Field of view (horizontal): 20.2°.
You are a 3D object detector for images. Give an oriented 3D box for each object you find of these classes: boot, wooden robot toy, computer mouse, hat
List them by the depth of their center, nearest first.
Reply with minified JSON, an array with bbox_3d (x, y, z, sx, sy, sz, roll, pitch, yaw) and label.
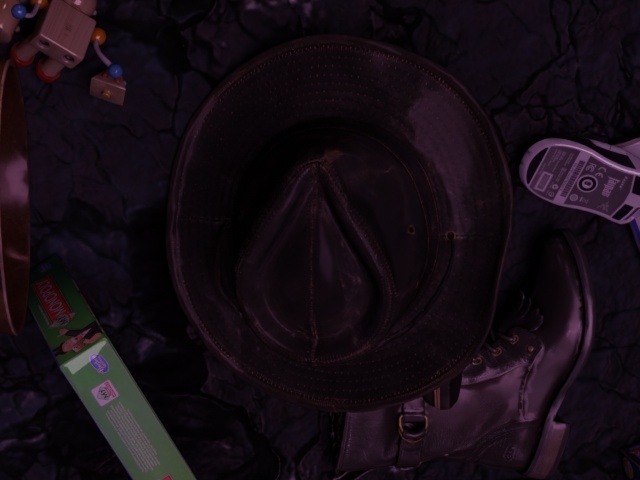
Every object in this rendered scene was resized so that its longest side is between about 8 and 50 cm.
[{"bbox_3d":[-0.217,-0.183,1.459,0.173,0.076,0.079,32,60,-25],"label":"wooden robot toy"},{"bbox_3d":[0.000,0.000,1.480,0.331,0.134,0.331,3,103,14],"label":"hat"},{"bbox_3d":[0.051,0.054,1.591,0.137,0.077,0.198,-6,92,13],"label":"boot"},{"bbox_3d":[0.122,0.107,1.651,0.229,0.091,0.263,7,98,-13],"label":"boot"},{"bbox_3d":[0.274,-0.054,1.654,0.193,0.042,0.106,20,124,-10],"label":"computer mouse"}]

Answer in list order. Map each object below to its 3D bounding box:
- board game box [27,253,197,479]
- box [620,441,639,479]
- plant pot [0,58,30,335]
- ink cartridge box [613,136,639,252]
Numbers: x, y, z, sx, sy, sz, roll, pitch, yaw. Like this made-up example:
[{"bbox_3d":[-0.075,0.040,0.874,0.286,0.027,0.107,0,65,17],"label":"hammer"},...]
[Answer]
[{"bbox_3d":[-0.143,0.178,1.510,0.046,0.213,0.317,-31,114,-6],"label":"board game box"},{"bbox_3d":[0.426,0.249,1.821,0.233,0.044,0.159,-18,113,-13],"label":"box"},{"bbox_3d":[-0.350,-0.032,1.392,0.230,0.215,0.215,-1,109,-3],"label":"plant pot"},{"bbox_3d":[0.461,-0.017,1.709,0.307,0.072,0.303,-15,116,17],"label":"ink cartridge box"}]
